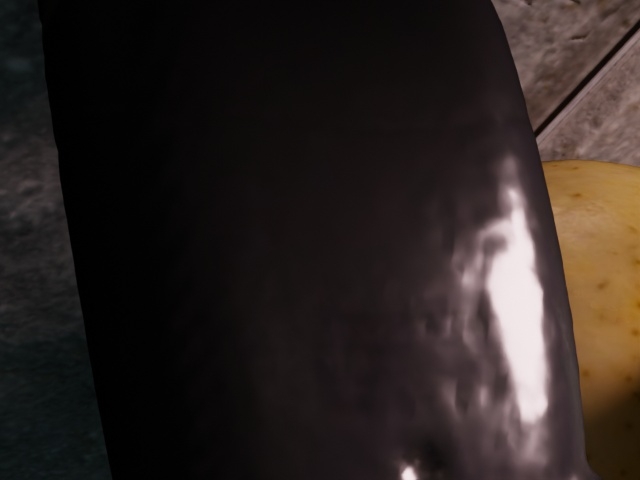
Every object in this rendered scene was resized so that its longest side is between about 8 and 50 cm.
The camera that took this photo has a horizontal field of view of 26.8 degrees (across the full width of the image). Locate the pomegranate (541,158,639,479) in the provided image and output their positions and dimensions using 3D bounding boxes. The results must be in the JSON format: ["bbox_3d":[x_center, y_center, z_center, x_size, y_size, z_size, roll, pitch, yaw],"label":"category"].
[{"bbox_3d":[0.160,0.125,0.729,0.410,0.410,0.410,-12,143,-9],"label":"pomegranate"}]

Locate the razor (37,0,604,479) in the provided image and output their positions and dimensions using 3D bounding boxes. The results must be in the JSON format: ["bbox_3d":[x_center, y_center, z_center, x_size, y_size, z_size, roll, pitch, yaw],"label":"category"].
[{"bbox_3d":[0.000,-0.001,0.547,0.204,0.349,0.113,-4,158,-22],"label":"razor"}]
